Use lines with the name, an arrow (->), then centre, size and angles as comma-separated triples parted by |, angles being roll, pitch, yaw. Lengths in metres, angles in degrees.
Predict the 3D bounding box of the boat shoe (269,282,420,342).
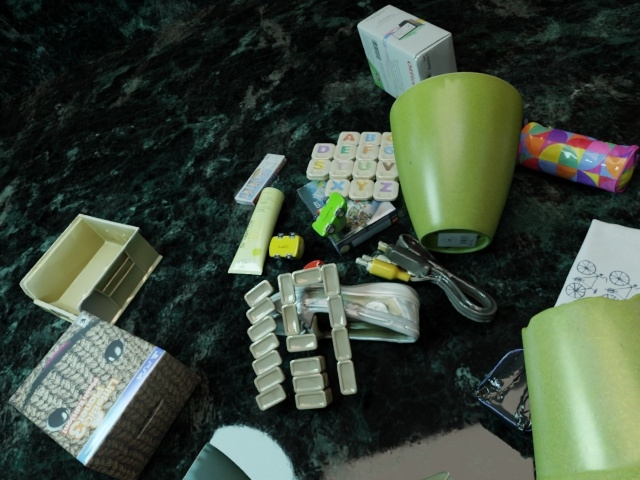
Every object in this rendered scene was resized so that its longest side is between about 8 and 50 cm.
boat shoe -> 0.031, 0.152, 0.939 | 0.321, 0.118, 0.103 | -4, 47, 13

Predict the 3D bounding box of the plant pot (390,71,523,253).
plant pot -> 0.274, -0.133, 0.988 | 0.275, 0.275, 0.293 | -4, 66, 22

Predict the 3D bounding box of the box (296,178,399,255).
box -> 0.060, -0.087, 1.170 | 0.159, 0.044, 0.233 | -31, 46, -3

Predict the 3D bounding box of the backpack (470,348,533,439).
backpack -> 0.314, 0.235, 0.757 | 0.105, 0.084, 0.114 | 32, 75, 39

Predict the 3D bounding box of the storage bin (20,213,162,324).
storage bin -> -0.606, 0.083, 1.282 | 0.263, 0.123, 0.260 | 11, 58, 31

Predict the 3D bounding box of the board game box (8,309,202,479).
board game box -> -0.442, 0.311, 1.003 | 0.291, 0.141, 0.232 | 13, 59, 33

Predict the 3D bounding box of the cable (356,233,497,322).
cable -> 0.219, 0.074, 0.970 | 0.287, 0.072, 0.140 | 32, 37, 25

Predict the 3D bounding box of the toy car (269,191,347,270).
toy car -> 0.000, 0.000, 1.068 | 0.239, 0.053, 0.224 | 45, 110, 42

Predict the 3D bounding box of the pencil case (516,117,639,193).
pencil case -> 0.518, -0.178, 1.001 | 0.104, 0.104, 0.236 | -46, 50, -15

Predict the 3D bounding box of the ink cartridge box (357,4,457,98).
ink cartridge box -> 0.238, -0.482, 1.308 | 0.117, 0.201, 0.278 | -34, 47, -4

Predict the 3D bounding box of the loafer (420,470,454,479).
loafer -> 0.167, 0.392, 0.705 | 0.252, 0.094, 0.087 | -2, 27, 12

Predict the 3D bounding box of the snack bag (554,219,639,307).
snack bag -> 0.565, 0.108, 0.752 | 0.343, 0.037, 0.323 | 18, 53, 35

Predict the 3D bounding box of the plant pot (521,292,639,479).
plant pot -> 0.370, 0.211, 0.592 | 0.276, 0.276, 0.253 | -11, 60, 16

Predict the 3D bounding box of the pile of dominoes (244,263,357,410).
pile of dominoes -> -0.038, 0.182, 0.906 | 0.196, 0.040, 0.250 | -11, 81, 17

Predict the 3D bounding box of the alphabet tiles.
alphabet tiles -> 0.113, -0.194, 1.200 | 0.285, 0.021, 0.277 | 3, 44, 12

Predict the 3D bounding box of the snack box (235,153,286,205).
snack box -> -0.166, -0.172, 1.360 | 0.064, 0.022, 0.178 | 14, 60, 32

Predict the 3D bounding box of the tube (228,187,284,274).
tube -> -0.150, -0.022, 1.207 | 0.070, 0.062, 0.240 | -36, 32, 56

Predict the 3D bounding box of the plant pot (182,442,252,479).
plant pot -> -0.139, 0.439, 0.609 | 0.196, 0.290, 0.290 | 29, 64, 2
